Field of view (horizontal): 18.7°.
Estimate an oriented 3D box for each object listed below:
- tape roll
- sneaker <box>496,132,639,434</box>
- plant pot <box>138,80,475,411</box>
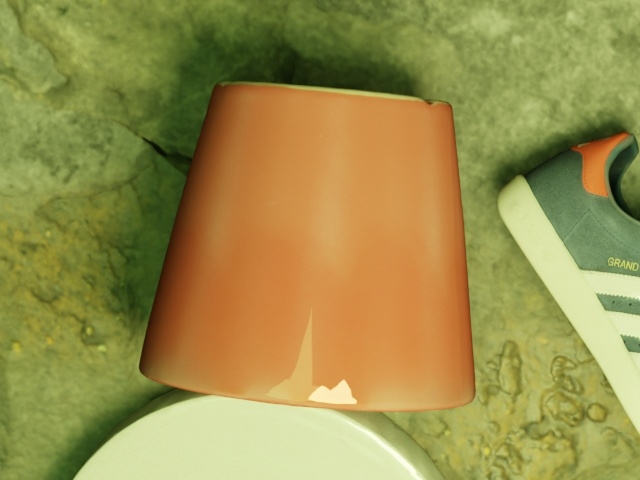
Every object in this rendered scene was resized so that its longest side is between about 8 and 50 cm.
[{"bbox_3d":[-0.054,0.312,1.726,0.392,0.072,0.392,1,102,6],"label":"tape roll"},{"bbox_3d":[0.290,0.065,1.575,0.148,0.131,0.350,-34,78,8],"label":"sneaker"},{"bbox_3d":[0.000,0.000,1.577,0.275,0.275,0.243,5,92,5],"label":"plant pot"}]
